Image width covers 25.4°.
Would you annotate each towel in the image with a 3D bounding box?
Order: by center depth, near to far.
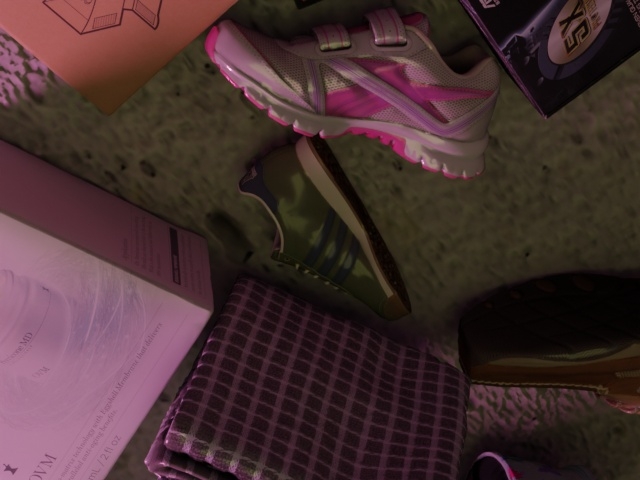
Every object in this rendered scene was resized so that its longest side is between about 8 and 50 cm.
[{"bbox_3d":[-0.002,0.154,1.132,0.235,0.283,0.121,25,115,-4],"label":"towel"}]

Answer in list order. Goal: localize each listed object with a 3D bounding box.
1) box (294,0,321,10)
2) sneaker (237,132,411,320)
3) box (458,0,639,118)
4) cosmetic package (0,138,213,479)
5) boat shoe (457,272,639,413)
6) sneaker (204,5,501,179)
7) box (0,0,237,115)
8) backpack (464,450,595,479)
[{"bbox_3d":[0.012,-0.309,1.057,0.159,0.044,0.233,-22,118,3],"label":"box"},{"bbox_3d":[0.000,0.000,1.207,0.086,0.064,0.192,-24,118,13],"label":"sneaker"},{"bbox_3d":[0.179,-0.206,1.081,0.147,0.077,0.180,-36,134,6],"label":"box"},{"bbox_3d":[-0.240,0.066,1.162,0.225,0.138,0.224,27,110,-18],"label":"cosmetic package"},{"bbox_3d":[0.286,0.101,1.264,0.324,0.122,0.119,-6,121,-4],"label":"boat shoe"},{"bbox_3d":[0.033,-0.138,1.124,0.252,0.103,0.111,14,110,-22],"label":"sneaker"},{"bbox_3d":[-0.156,-0.207,1.073,0.201,0.021,0.164,-37,116,27],"label":"box"},{"bbox_3d":[0.200,0.321,1.289,0.191,0.253,0.225,8,115,-16],"label":"backpack"}]
